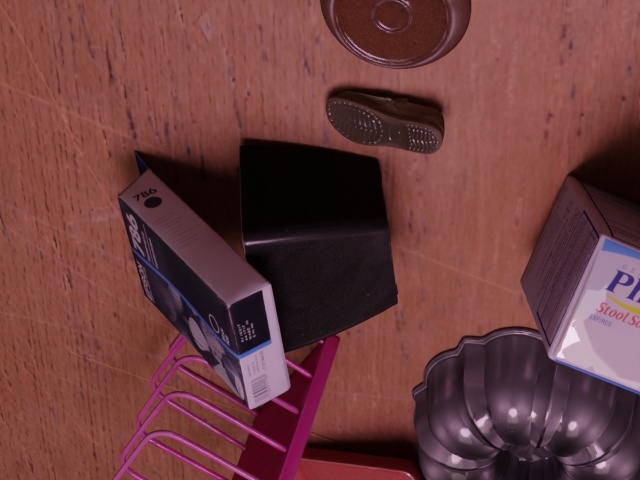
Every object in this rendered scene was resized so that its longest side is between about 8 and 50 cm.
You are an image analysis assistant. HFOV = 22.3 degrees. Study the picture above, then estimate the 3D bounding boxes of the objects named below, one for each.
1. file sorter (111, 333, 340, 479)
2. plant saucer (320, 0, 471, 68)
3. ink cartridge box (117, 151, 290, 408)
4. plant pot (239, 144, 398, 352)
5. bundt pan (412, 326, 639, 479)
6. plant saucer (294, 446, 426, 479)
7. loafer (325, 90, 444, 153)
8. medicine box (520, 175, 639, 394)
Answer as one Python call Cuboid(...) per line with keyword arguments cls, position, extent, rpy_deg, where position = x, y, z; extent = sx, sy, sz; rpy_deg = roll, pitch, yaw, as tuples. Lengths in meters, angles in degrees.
Cuboid(cls="file sorter", position=(-0.130, 0.231, 2.067), extent=(0.182, 0.291, 0.202), rpy_deg=(32, 130, -10))
Cuboid(cls="plant saucer", position=(0.080, -0.252, 1.777), extent=(0.168, 0.029, 0.168), rpy_deg=(7, 130, 8))
Cuboid(cls="ink cartridge box", position=(-0.154, 0.042, 1.915), extent=(0.065, 0.332, 0.165), rpy_deg=(-27, 131, -19))
Cuboid(cls="plant pot", position=(0.000, 0.000, 1.920), extent=(0.166, 0.187, 0.188), rpy_deg=(-9, 128, 2))
Cuboid(cls="bundt pan", position=(0.272, 0.274, 2.114), extent=(0.330, 0.124, 0.331), rpy_deg=(7, 132, 8))
Cuboid(cls="plant saucer", position=(0.079, 0.379, 2.257), extent=(0.258, 0.048, 0.259), rpy_deg=(1, 132, 39))
Cuboid(cls="loafer", position=(0.077, -0.137, 1.863), extent=(0.148, 0.050, 0.056), rpy_deg=(20, 130, 18))
Cuboid(cls="medicine box", position=(0.379, 0.069, 1.786), extent=(0.263, 0.289, 0.149), rpy_deg=(22, 105, -4))
